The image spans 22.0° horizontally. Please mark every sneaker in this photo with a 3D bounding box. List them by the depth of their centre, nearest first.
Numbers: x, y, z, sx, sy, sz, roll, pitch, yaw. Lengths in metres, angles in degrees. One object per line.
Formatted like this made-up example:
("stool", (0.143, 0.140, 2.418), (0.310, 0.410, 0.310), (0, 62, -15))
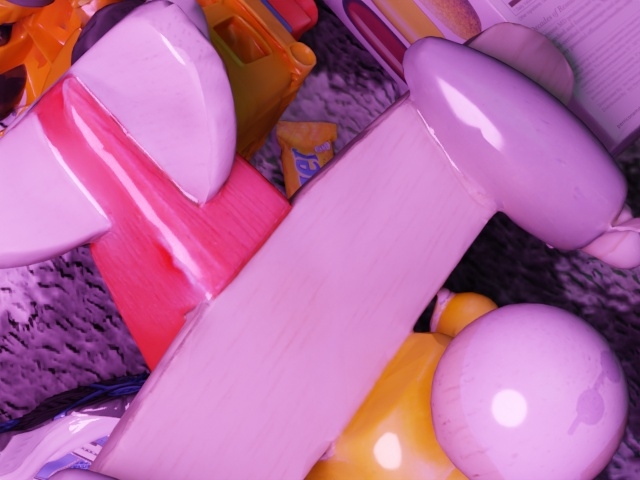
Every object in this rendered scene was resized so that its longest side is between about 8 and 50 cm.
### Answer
("sneaker", (-0.132, 0.127, 0.898), (0.211, 0.080, 0.081), (-18, 97, -23))

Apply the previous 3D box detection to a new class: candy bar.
("candy bar", (0.000, 0.000, 1.015), (0.040, 0.018, 0.161), (0, 68, -18))

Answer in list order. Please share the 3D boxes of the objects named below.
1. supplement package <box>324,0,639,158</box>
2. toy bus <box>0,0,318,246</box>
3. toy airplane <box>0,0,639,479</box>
("supplement package", (0.119, -0.156, 1.050), (0.134, 0.139, 0.244), (-38, 82, -28))
("toy bus", (-0.110, -0.126, 0.972), (0.220, 0.149, 0.211), (45, 50, 7))
("toy airplane", (0.012, 0.051, 0.767), (0.384, 0.272, 0.386), (12, 79, -48))
